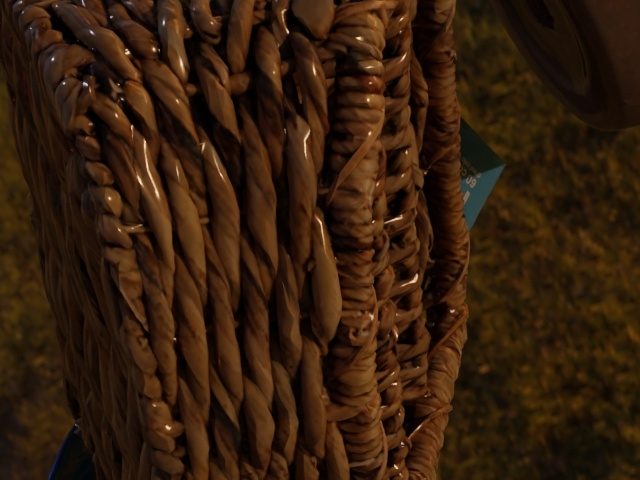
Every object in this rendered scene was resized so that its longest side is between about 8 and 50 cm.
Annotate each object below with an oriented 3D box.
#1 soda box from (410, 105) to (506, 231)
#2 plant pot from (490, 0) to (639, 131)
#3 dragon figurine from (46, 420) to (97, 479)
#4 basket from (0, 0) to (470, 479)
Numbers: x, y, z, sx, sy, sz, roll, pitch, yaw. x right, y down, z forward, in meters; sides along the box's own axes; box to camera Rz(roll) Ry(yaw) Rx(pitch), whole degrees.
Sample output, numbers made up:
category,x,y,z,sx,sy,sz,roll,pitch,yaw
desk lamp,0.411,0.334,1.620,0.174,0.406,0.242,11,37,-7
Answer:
category,x,y,z,sx,sy,sz,roll,pitch,yaw
soda box,0.010,-0.076,0.932,0.067,0.210,0.071,14,68,49
plant pot,0.205,-0.170,0.863,0.229,0.263,0.263,-32,35,-5
dragon figurine,-0.104,0.153,0.891,0.144,0.085,0.289,5,45,2
basket,0.000,0.000,0.719,0.223,0.299,0.213,-15,36,-15
